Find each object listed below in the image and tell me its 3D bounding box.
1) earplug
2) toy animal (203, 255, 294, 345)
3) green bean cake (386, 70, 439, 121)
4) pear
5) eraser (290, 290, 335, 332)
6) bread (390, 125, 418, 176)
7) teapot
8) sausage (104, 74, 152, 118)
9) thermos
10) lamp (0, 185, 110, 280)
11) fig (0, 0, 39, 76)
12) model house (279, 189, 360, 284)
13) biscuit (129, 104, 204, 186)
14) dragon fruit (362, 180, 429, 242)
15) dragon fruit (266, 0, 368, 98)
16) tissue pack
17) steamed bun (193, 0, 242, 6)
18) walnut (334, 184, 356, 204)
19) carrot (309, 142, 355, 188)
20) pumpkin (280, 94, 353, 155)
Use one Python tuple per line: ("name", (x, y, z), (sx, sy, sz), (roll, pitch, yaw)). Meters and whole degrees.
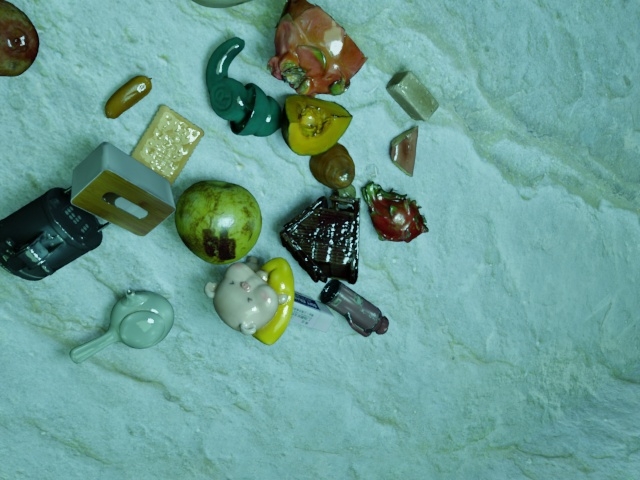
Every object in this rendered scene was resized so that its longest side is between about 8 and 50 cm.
("earplug", (-0.235, -0.454, 1.402), (0.280, 0.164, 0.257), (24, 62, -35))
("toy animal", (-0.244, 0.158, 1.458), (0.247, 0.345, 0.278), (16, 110, -48))
("green bean cake", (0.325, -0.509, 1.572), (0.179, 0.109, 0.085), (39, 94, -26))
("pear", (-0.326, -0.057, 1.423), (0.283, 0.283, 0.284), (-6, 110, -17))
("eraser", (-0.094, 0.247, 1.678), (0.287, 0.130, 0.086), (25, 101, -25))
("bread", (0.306, -0.333, 1.648), (0.119, 0.067, 0.192), (-3, 110, -26))
("teapot", (-0.648, 0.312, 1.501), (0.318, 0.149, 0.220), (-47, 114, 0))
("sausage", (-0.578, -0.432, 1.326), (0.183, 0.054, 0.062), (-37, 87, -1))
("thermos", (0.157, 0.288, 1.771), (0.330, 0.136, 0.109), (36, 104, -25))
("lamp", (-0.799, -0.019, 1.299), (0.272, 0.374, 0.205), (-20, 118, 21))
("fig", (-0.849, -0.521, 1.143), (0.205, 0.205, 0.205), (-6, 110, -17))
("model house", (0.000, 0.000, 1.601), (0.282, 0.317, 0.297), (2, 75, 3))
("biscuit", (-0.498, -0.286, 1.413), (0.160, 0.030, 0.250), (32, 96, -25))
("dragon fruit", (0.283, -0.114, 1.663), (0.200, 0.198, 0.269), (-21, 99, 1))
("dragon fruit", (-0.030, -0.555, 1.351), (0.305, 0.305, 0.226), (33, 103, -25))
("tissue pack", (-0.580, -0.147, 1.314), (0.159, 0.136, 0.246), (-37, 141, 15))
("steamed bun", (-0.193, -0.808, 1.154), (0.456, 0.371, 0.290), (-44, 117, 3))
("walnut", (0.092, -0.171, 1.624), (0.092, 0.092, 0.092), (-6, 110, -17))
("carrot", (0.057, -0.247, 1.513), (0.159, 0.225, 0.159), (-4, 110, -12))
("pumpkin", (-0.057, -0.380, 1.463), (0.312, 0.169, 0.148), (-20, 141, -46))
